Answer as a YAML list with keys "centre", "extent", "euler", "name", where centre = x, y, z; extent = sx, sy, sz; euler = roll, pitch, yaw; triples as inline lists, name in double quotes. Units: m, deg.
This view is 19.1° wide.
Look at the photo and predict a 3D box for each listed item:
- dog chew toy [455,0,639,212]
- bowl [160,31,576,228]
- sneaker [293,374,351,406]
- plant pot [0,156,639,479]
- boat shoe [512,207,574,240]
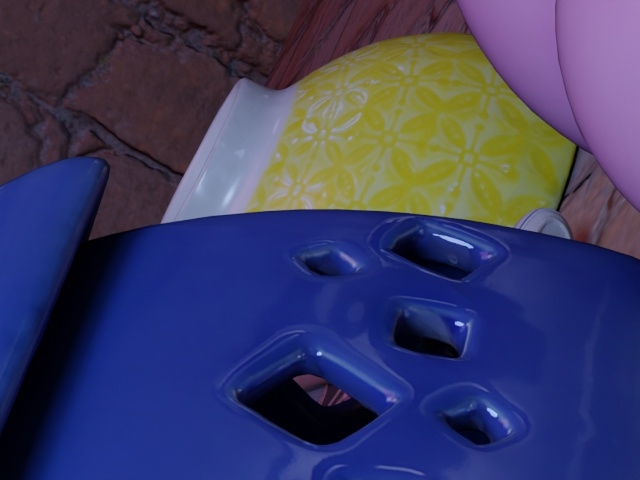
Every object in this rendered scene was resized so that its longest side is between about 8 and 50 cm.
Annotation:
- centre: [0.119, -0.108, 0.513]
  extent: [0.207, 0.206, 0.332]
  euler: [-58, 18, 28]
  name: "dog chew toy"
- centre: [0.000, 0.000, 1.008]
  extent: [0.289, 0.156, 0.289]
  euler: [-60, 9, 16]
  name: "bowl"
- centre: [0.006, 0.112, 0.777]
  extent: [0.283, 0.110, 0.122]
  euler: [110, 160, -66]
  name: "sneaker"
- centre: [-0.039, 0.124, 0.532]
  extent: [0.236, 0.212, 0.236]
  euler: [-78, 6, -58]
  name: "plant pot"
- centre: [0.093, 0.024, 0.776]
  extent: [0.035, 0.035, 0.100]
  euler: [-42, 24, 50]
  name: "boat shoe"
